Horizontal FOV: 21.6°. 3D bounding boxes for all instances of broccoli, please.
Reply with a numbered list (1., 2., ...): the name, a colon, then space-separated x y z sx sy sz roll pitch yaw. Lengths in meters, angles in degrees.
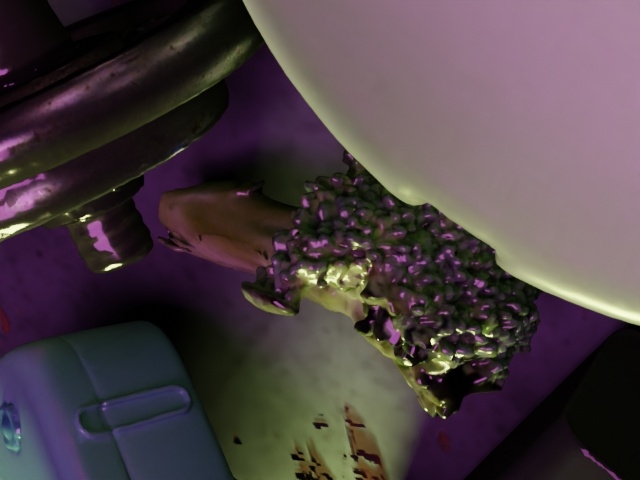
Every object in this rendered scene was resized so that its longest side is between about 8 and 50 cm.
1. broccoli: 0.001 0.001 0.708 0.204 0.122 0.118 10 147 44

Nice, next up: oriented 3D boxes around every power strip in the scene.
1. power strip: 0.142 -0.153 0.482 0.358 0.161 0.357 15 124 22

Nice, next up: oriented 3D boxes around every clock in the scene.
1. clock: -0.116 0.186 0.852 0.223 0.094 0.274 66 148 21

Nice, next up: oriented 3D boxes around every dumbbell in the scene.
1. dumbbell: -0.140 -0.116 0.657 0.192 0.192 0.290 -14 110 37

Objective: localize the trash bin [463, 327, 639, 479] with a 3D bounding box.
1. trash bin: 0.117 0.168 0.742 0.165 0.115 0.225 39 127 5
